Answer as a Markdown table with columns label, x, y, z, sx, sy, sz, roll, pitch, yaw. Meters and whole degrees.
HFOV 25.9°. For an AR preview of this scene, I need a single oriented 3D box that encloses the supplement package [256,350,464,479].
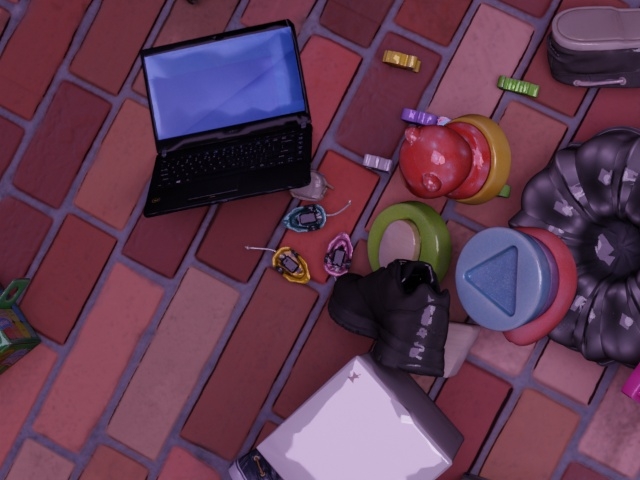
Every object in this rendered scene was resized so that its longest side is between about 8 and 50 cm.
| label | x | y | z | sx | sy | sz | roll | pitch | yaw |
| --- | --- | --- | --- | --- | --- | --- | --- | --- | --- |
| supplement package | 0.060 | 0.262 | 1.803 | 0.175 | 0.293 | 0.177 | -42 | 82 | 5 |

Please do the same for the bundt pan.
| label | x | y | z | sx | sy | sz | roll | pitch | yaw |
| --- | --- | --- | --- | --- | --- | --- | --- | --- | --- |
| bundt pan | 0.387 | 0.010 | 1.800 | 0.331 | 0.124 | 0.331 | 0 | 91 | 28 |

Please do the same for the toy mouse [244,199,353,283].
| label | x | y | z | sx | sy | sz | roll | pitch | yaw |
| --- | --- | --- | --- | --- | --- | --- | --- | --- | --- |
| toy mouse | 0.000 | 0.000 | 1.958 | 0.161 | 0.031 | 0.143 | 37 | 93 | 8 |

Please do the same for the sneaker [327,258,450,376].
| label | x | y | z | sx | sy | sz | roll | pitch | yaw |
| --- | --- | --- | --- | --- | --- | --- | --- | --- | --- |
| sneaker | 0.100 | 0.079 | 1.807 | 0.109 | 0.286 | 0.130 | 11 | 100 | -25 |

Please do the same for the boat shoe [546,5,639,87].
| label | x | y | z | sx | sy | sz | roll | pitch | yaw |
| --- | --- | --- | --- | --- | --- | --- | --- | --- | --- |
| boat shoe | 0.474 | -0.258 | 1.882 | 0.335 | 0.095 | 0.112 | 2 | 52 | 5 |

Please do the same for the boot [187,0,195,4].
| label | x | y | z | sx | sy | sz | roll | pitch | yaw |
| --- | --- | --- | --- | --- | --- | --- | --- | --- | --- |
| boot | -0.153 | -0.443 | 1.997 | 0.219 | 0.082 | 0.106 | -44 | 104 | 0 |

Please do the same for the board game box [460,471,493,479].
| label | x | y | z | sx | sy | sz | roll | pitch | yaw |
| --- | --- | --- | --- | --- | --- | --- | --- | --- | --- |
| board game box | 0.217 | 0.466 | 1.845 | 0.144 | 0.142 | 0.275 | 17 | 89 | 9 |

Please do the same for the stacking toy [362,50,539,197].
| label | x | y | z | sx | sy | sz | roll | pitch | yaw |
| --- | --- | --- | --- | --- | --- | --- | --- | --- | --- |
| stacking toy | 0.177 | -0.161 | 1.930 | 0.221 | 0.052 | 0.167 | 14 | 89 | 8 |

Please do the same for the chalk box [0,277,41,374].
| label | x | y | z | sx | sy | sz | roll | pitch | yaw |
| --- | --- | --- | --- | --- | --- | --- | --- | --- | --- |
| chalk box | -0.495 | 0.131 | 1.975 | 0.213 | 0.132 | 0.132 | -38 | 82 | 6 |

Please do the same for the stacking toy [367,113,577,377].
| label | x | y | z | sx | sy | sz | roll | pitch | yaw |
| --- | --- | --- | --- | --- | --- | --- | --- | --- | --- |
| stacking toy | 0.159 | 0.018 | 1.808 | 0.279 | 0.130 | 0.309 | -45 | 64 | 34 |

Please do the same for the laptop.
| label | x | y | z | sx | sy | sz | roll | pitch | yaw |
| --- | --- | --- | --- | --- | --- | --- | --- | --- | --- |
| laptop | -0.138 | -0.173 | 1.934 | 0.234 | 0.264 | 0.136 | -11 | 122 | 8 |

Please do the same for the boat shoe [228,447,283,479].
| label | x | y | z | sx | sy | sz | roll | pitch | yaw |
| --- | --- | --- | --- | --- | --- | --- | --- | --- | --- |
| boat shoe | -0.046 | 0.365 | 1.928 | 0.083 | 0.065 | 0.183 | -37 | 82 | 6 |

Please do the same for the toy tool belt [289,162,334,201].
| label | x | y | z | sx | sy | sz | roll | pitch | yaw |
| --- | --- | --- | --- | --- | --- | --- | --- | --- | --- |
| toy tool belt | -0.026 | -0.086 | 1.965 | 0.083 | 0.051 | 0.052 | 23 | 107 | 21 |

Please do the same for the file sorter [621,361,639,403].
| label | x | y | z | sx | sy | sz | roll | pitch | yaw |
| --- | --- | --- | --- | --- | --- | --- | --- | --- | --- |
| file sorter | 0.549 | 0.186 | 1.710 | 0.182 | 0.290 | 0.202 | 37 | 94 | 41 |
